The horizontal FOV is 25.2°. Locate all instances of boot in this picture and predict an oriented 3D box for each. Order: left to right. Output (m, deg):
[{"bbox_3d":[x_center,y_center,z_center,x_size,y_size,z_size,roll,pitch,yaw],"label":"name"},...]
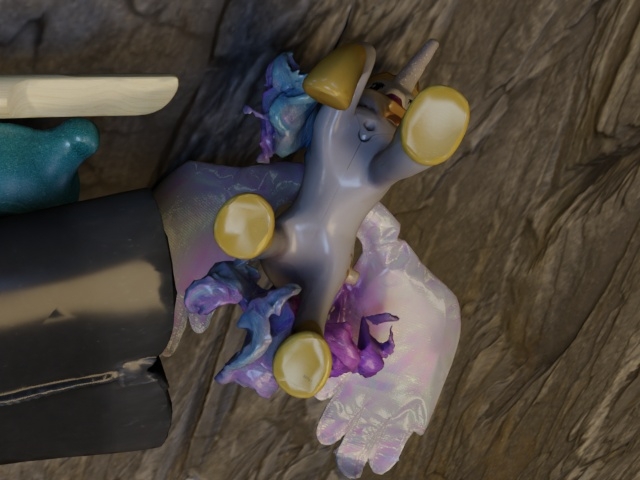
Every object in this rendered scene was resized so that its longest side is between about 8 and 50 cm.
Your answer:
[{"bbox_3d":[-0.307,0.029,0.887,0.445,0.146,0.367,-4,142,-15],"label":"boot"}]

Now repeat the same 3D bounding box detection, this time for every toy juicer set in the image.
[{"bbox_3d":[-0.269,-0.036,1.015,0.209,0.089,0.329,15,126,-33],"label":"toy juicer set"}]

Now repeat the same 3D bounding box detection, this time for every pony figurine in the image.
[{"bbox_3d":[0.000,0.000,1.100,0.351,0.303,0.363,-62,179,9],"label":"pony figurine"}]
